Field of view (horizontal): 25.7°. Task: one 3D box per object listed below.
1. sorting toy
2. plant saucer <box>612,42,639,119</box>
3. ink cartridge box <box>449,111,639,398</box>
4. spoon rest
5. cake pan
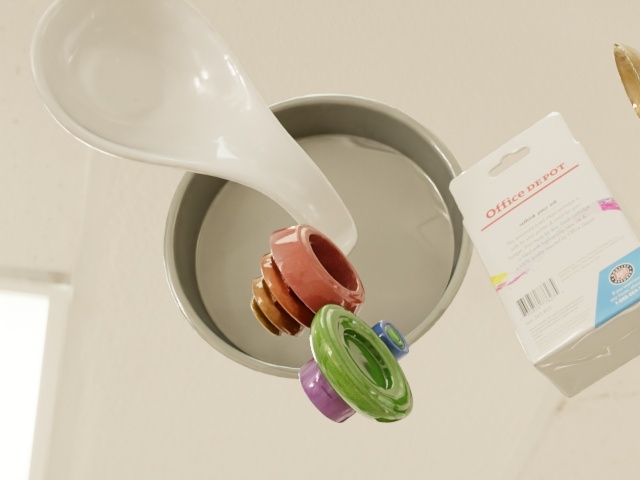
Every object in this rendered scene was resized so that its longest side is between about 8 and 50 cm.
[{"bbox_3d":[0.001,0.041,0.545,0.042,0.102,0.061,-40,-49,18],"label":"sorting toy"},{"bbox_3d":[0.273,-0.133,1.198,0.015,0.083,0.083,-24,-46,4],"label":"plant saucer"},{"bbox_3d":[0.173,0.006,0.996,0.104,0.181,0.061,-34,-43,15],"label":"ink cartridge box"},{"bbox_3d":[-0.079,-0.075,0.979,0.276,0.137,0.084,42,-28,-9],"label":"spoon rest"},{"bbox_3d":[0.000,0.000,1.322,0.293,0.293,0.054,-9,-26,6],"label":"cake pan"}]
